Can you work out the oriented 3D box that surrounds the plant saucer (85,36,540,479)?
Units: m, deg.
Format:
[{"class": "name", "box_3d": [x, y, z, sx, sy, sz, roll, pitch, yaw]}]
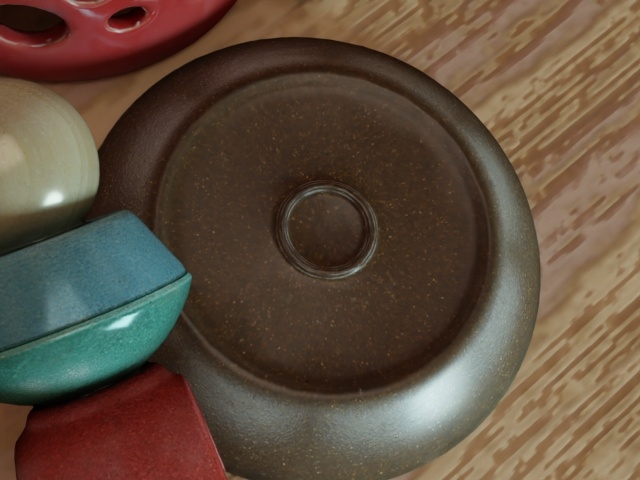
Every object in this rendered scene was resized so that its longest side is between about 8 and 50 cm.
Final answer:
[{"class": "plant saucer", "box_3d": [0.000, 0.000, 0.563, 0.198, 0.036, 0.198, 3, 72, -10]}]

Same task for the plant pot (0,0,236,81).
[{"class": "plant pot", "box_3d": [-0.099, -0.180, 0.532, 0.191, 0.174, 0.191, 4, 71, -12]}]

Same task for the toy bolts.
[{"class": "toy bolts", "box_3d": [-0.144, 0.046, 0.415, 0.228, 0.218, 0.158, -21, 94, -12]}]
